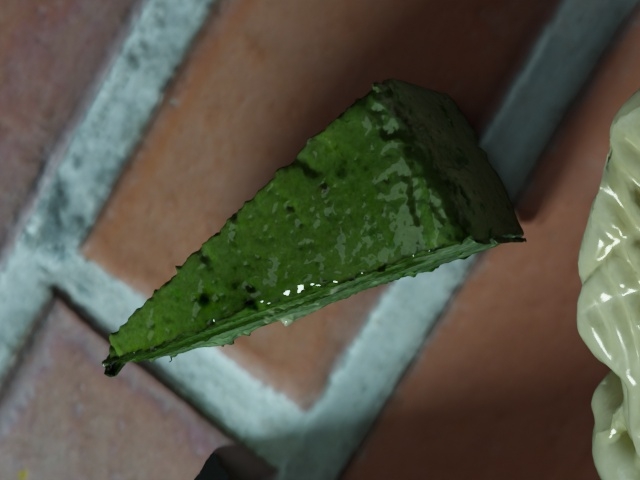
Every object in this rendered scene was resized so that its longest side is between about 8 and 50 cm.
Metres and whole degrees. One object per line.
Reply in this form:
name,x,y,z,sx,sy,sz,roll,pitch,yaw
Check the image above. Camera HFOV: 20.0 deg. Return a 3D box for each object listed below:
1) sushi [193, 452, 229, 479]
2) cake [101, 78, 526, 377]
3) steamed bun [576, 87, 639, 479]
sushi,-0.065,0.355,1.018,0.373,0.100,0.296,-59,32,11
cake,-0.019,-0.005,1.005,0.235,0.100,0.099,-22,80,22
steamed bun,0.251,0.050,0.835,0.289,0.203,0.276,47,133,19
